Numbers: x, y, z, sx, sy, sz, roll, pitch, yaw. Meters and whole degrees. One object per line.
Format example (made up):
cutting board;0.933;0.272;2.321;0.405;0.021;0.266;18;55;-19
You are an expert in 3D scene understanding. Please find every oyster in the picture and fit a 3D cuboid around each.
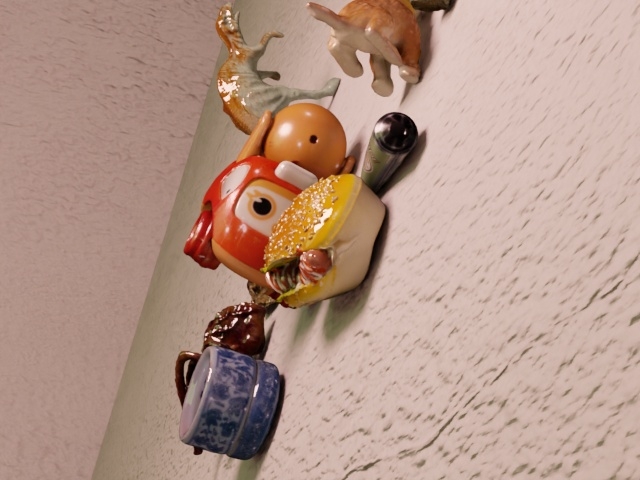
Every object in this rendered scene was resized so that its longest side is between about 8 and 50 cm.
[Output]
oyster;-0.090;0.067;2.179;0.148;0.051;0.103;-9;69;65

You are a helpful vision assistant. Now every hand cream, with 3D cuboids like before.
hand cream;0.074;-0.103;1.727;0.235;0.055;0.086;124;165;-72

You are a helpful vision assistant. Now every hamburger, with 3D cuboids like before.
hamburger;0.000;0.000;1.729;0.210;0.116;0.173;153;137;-70

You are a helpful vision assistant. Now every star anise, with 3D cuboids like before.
star anise;-0.159;0.200;2.112;0.190;0.125;0.220;-48;23;52

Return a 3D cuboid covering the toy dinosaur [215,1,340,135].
toy dinosaur;-0.070;-0.203;2.244;0.092;0.205;0.393;149;120;-62

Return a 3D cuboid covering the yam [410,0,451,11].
yam;0.158;-0.356;1.738;0.054;0.054;0.132;164;125;-75

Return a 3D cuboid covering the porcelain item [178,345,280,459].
porcelain item;-0.126;0.231;1.924;0.147;0.114;0.147;-163;90;-78

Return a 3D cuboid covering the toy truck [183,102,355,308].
toy truck;-0.056;-0.063;1.920;0.239;0.189;0.265;-58;11;26

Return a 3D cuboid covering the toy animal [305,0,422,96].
toy animal;0.071;-0.315;1.781;0.104;0.184;0.185;-10;50;47
